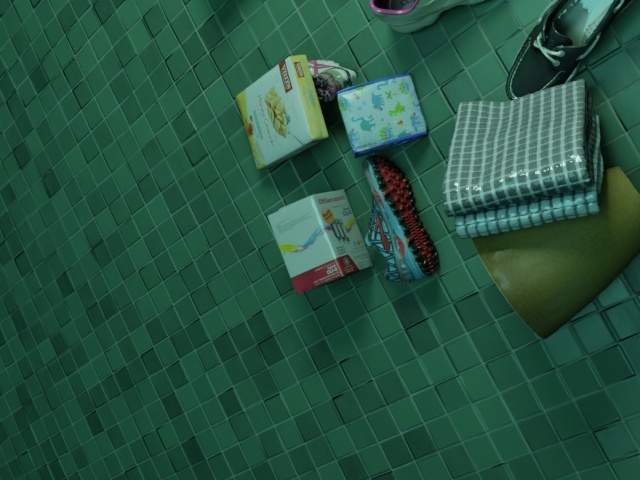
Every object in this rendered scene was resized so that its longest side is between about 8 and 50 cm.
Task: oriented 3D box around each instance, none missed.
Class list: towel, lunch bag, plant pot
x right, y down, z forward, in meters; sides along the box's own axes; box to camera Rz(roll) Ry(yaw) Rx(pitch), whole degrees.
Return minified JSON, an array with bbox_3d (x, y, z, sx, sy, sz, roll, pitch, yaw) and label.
[{"bbox_3d":[0.326,-0.142,1.280,0.235,0.284,0.121,-15,126,28],"label":"towel"},{"bbox_3d":[0.119,-0.242,1.525,0.151,0.096,0.129,-17,89,5],"label":"lunch bag"},{"bbox_3d":[0.415,-0.002,1.308,0.254,0.237,0.237,-35,79,20],"label":"plant pot"}]

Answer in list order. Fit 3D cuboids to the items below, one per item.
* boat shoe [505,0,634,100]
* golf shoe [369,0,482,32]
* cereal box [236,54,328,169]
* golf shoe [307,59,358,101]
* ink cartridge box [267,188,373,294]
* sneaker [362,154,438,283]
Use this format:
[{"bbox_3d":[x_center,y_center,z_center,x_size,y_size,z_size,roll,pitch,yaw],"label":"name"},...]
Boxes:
[{"bbox_3d":[0.406,-0.347,1.316,0.114,0.091,0.303,44,119,18],"label":"boat shoe"},{"bbox_3d":[0.221,-0.463,1.392,0.306,0.140,0.115,-26,82,32],"label":"golf shoe"},{"bbox_3d":[-0.083,-0.258,1.631,0.240,0.047,0.173,-20,86,57],"label":"cereal box"},{"bbox_3d":[-0.002,-0.332,1.610,0.186,0.086,0.068,29,144,45],"label":"golf shoe"},{"bbox_3d":[0.000,0.000,1.622,0.127,0.128,0.176,-24,85,34],"label":"ink cartridge box"},{"bbox_3d":[0.124,-0.036,1.551,0.125,0.104,0.262,-24,84,36],"label":"sneaker"}]
